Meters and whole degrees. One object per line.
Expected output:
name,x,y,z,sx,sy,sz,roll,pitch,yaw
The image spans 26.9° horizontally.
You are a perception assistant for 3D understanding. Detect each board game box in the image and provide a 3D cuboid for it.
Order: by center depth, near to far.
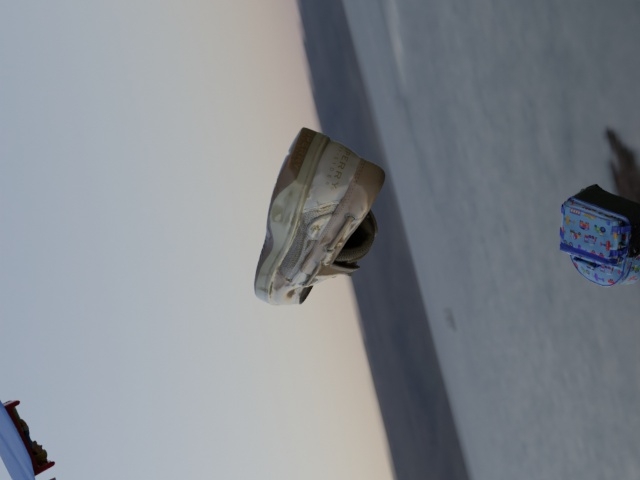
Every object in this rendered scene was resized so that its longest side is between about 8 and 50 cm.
board game box,-0.306,0.208,1.382,0.133,0.033,0.169,45,149,37

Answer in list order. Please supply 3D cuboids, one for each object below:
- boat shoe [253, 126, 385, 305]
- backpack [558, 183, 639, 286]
boat shoe,0.000,0.000,1.449,0.341,0.110,0.122,103,-172,-69
backpack,0.510,0.006,2.417,0.158,0.117,0.173,27,129,38
